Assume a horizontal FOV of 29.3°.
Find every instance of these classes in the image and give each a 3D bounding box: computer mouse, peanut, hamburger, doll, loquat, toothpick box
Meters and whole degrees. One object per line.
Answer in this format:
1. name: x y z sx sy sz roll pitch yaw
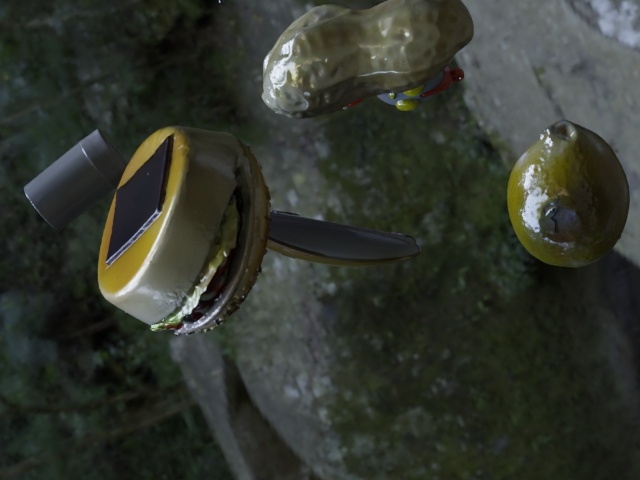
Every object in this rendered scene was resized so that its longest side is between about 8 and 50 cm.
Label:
1. computer mouse: 0.000 0.000 1.895 0.158 0.310 0.072 -164 85 -84
2. peanut: 0.060 -0.261 1.690 0.149 0.313 0.149 -10 -90 -69
3. hamburger: -0.179 -0.009 1.655 0.176 0.300 0.300 19 -154 -26
4. doll: 0.101 -0.297 2.253 0.200 0.336 0.105 104 160 -59
5. loquat: 0.310 -0.059 1.534 0.152 0.152 0.195 -113 10 -54
6. toothpick box: -0.451 -0.114 2.289 0.111 0.180 0.111 52 180 -1

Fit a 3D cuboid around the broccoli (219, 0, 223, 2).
1. broccoli: -0.192 -0.529 1.906 0.293 0.347 0.281 48 -139 -11
